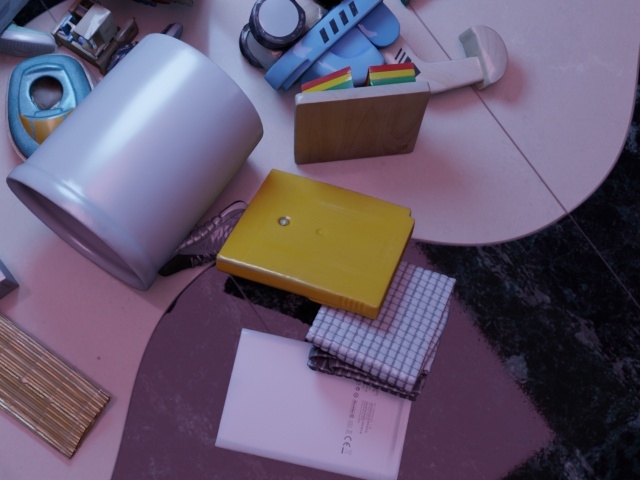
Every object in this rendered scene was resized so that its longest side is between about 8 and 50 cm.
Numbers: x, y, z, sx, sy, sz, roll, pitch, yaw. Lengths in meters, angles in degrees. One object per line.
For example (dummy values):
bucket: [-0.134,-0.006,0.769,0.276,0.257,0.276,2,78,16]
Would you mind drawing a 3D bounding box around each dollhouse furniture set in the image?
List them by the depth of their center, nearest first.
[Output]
dollhouse furniture set: [-0.472,-0.455,1.828,0.129,0.183,0.129,33,78,4]

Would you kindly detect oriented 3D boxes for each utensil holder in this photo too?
utensil holder: [-0.339,-0.151,1.697,0.328,0.327,0.385,36,72,4]

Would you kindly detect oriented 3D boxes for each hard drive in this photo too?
hard drive: [-0.006,0.323,1.733,0.353,0.047,0.232,13,78,-1]

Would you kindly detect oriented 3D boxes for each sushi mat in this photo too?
sushi mat: [-0.572,0.274,1.735,0.317,0.019,0.151,36,95,5]

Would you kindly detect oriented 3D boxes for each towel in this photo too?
towel: [0.118,0.162,1.721,0.235,0.121,0.283,21,49,6]

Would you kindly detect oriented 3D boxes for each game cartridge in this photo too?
game cartridge: [0.000,0.000,1.738,0.324,0.052,0.285,18,47,11]

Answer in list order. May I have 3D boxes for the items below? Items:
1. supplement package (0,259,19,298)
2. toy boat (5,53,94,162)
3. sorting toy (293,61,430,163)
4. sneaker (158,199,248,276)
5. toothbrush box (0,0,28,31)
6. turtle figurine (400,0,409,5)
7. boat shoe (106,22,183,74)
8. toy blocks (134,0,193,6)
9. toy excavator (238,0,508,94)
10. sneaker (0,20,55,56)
supplement package: [-0.704,0.094,1.738,0.179,0.105,0.105,-37,82,-9]
toy boat: [-0.606,-0.242,1.793,0.319,0.148,0.267,-14,80,-7]
sorting toy: [0.070,-0.260,1.788,0.256,0.257,0.089,-6,70,-5]
sneaker: [-0.208,0.030,1.794,0.229,0.086,0.132,-38,85,-11]
toothbrush box: [-0.742,-0.535,1.745,0.296,0.126,0.216,25,46,-6]
turtle figurine: [0.259,-0.623,1.950,0.234,0.118,0.175,-30,81,-3]
boat shoe: [-0.373,-0.403,1.884,0.083,0.065,0.183,34,79,2]
toy blocks: [-0.392,-0.562,1.827,0.382,0.261,0.190,14,93,-1]
toy excavator: [0.113,-0.400,1.866,0.433,0.222,0.445,-43,98,-12]
sneaker: [-0.672,-0.476,1.864,0.256,0.094,0.151,10,77,0]
